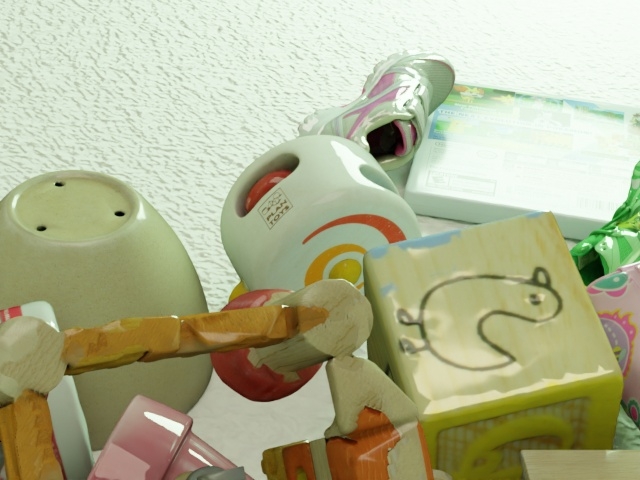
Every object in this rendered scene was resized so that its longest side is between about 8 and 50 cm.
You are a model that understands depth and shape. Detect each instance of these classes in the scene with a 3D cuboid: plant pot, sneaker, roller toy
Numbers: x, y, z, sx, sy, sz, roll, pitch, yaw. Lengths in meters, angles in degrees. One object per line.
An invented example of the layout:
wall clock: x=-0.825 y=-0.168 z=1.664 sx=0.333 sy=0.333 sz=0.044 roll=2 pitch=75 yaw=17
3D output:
plant pot: x=-0.113 y=0.253 z=1.264 sx=0.180 sy=0.201 sz=0.201 roll=26 pitch=37 yaw=1
plant pot: x=-0.243 y=0.043 z=1.534 sx=0.284 sy=0.191 sz=0.284 roll=4 pitch=34 yaw=-3
sneaker: x=0.341 y=0.003 z=1.720 sx=0.123 sy=0.109 sz=0.295 roll=7 pitch=45 yaw=15
sneaker: x=0.091 y=-0.145 z=1.905 sx=0.111 sy=0.103 sz=0.252 roll=24 pitch=53 yaw=39
roller toy: x=0.000 y=0.000 z=1.626 sx=0.209 sy=0.191 sz=0.146 roll=-9 pitch=38 yaw=-21

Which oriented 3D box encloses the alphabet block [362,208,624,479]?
alphabet block: x=0.152 y=0.119 z=1.421 sx=0.192 sy=0.193 sz=0.197 roll=-14 pitch=51 yaw=-5

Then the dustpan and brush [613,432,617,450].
dustpan and brush: x=0.185 y=0.149 z=1.552 sx=0.147 sy=0.060 sz=0.211 roll=-17 pitch=40 yaw=-28

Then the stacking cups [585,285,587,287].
stacking cups: x=0.365 y=0.129 z=1.497 sx=0.316 sy=0.096 sz=0.096 roll=19 pitch=35 yaw=41

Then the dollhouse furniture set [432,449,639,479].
dollhouse furniture set: x=0.213 y=0.341 z=1.182 sx=0.303 sy=0.174 sz=0.355 roll=1 pitch=35 yaw=-6

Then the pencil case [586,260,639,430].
pencil case: x=0.333 y=0.142 z=1.363 sx=0.124 sy=0.124 sz=0.284 roll=-7 pitch=44 yaw=-18

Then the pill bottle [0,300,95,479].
pill bottle: x=-0.363 y=0.174 z=1.322 sx=0.318 sy=0.176 sz=0.176 roll=-15 pitch=38 yaw=-10

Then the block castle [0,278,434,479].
block castle: x=-0.085 y=0.258 z=1.065 sx=0.303 sy=0.213 sz=0.453 roll=-7 pitch=81 yaw=-23

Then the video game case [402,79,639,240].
video game case: x=0.285 y=-0.101 z=1.949 sx=0.329 sy=0.036 sz=0.300 roll=9 pitch=35 yaw=7
